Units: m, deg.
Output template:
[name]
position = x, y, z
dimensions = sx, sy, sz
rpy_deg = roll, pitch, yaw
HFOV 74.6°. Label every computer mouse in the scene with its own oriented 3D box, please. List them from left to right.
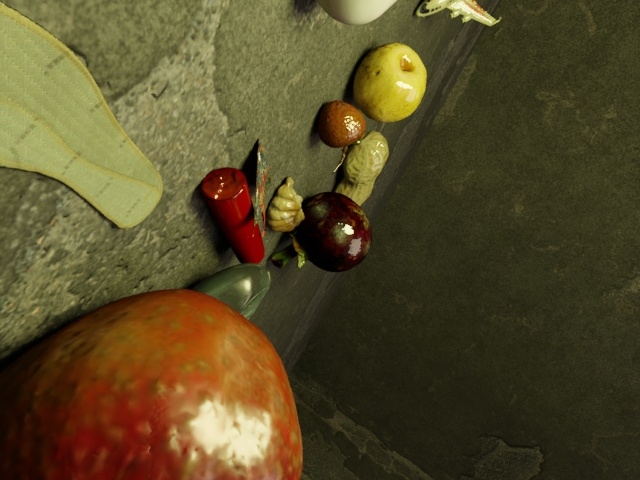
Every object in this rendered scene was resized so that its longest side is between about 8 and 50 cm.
[computer mouse]
position = -0.241, 0.178, 0.841
dimensions = 0.374, 0.114, 0.203
rpy_deg = -53, 172, 14

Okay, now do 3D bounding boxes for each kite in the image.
[kite]
position = -0.109, -0.090, 0.766
dimensions = 0.232, 0.009, 0.189
rpy_deg = -86, 176, -64

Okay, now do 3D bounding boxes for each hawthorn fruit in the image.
[hawthorn fruit]
position = -0.212, 0.234, 0.550
dimensions = 0.403, 0.403, 0.403
rpy_deg = -54, 168, -17

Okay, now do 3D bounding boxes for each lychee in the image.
[lychee]
position = 0.044, -0.246, 0.936
dimensions = 0.114, 0.101, 0.140
rpy_deg = -26, 152, 1

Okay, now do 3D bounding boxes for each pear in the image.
[pear]
position = 0.156, -0.359, 0.976
dimensions = 0.178, 0.178, 0.178
rpy_deg = -54, 168, -17

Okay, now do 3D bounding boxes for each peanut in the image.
[peanut]
position = 0.117, -0.204, 1.319
dimensions = 0.136, 0.120, 0.298
rpy_deg = -19, 148, -33

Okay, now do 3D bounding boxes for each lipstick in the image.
[lipstick]
position = -0.149, -0.033, 0.766
dimensions = 0.073, 0.073, 0.279
rpy_deg = -54, 166, -20

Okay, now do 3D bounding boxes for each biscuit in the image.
[biscuit]
position = -0.077, -0.068, 1.009
dimensions = 0.118, 0.061, 0.183
rpy_deg = -54, 169, -9

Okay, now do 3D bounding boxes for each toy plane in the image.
[toy plane]
position = 0.363, -0.652, 1.083
dimensions = 0.256, 0.242, 0.104
rpy_deg = -25, -159, 17

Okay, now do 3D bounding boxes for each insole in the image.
[insole]
position = -0.237, -0.092, 0.403
dimensions = 0.119, 0.009, 0.348
rpy_deg = -56, 168, -13

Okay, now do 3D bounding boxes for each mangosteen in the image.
[mangosteen]
position = 0.000, 0.000, 1.157
dimensions = 0.289, 0.231, 0.231
rpy_deg = -35, 166, -4

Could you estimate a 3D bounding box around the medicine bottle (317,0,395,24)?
[medicine bottle]
position = 0.111, -0.446, 0.625
dimensions = 0.341, 0.130, 0.130
rpy_deg = -51, 167, -25
